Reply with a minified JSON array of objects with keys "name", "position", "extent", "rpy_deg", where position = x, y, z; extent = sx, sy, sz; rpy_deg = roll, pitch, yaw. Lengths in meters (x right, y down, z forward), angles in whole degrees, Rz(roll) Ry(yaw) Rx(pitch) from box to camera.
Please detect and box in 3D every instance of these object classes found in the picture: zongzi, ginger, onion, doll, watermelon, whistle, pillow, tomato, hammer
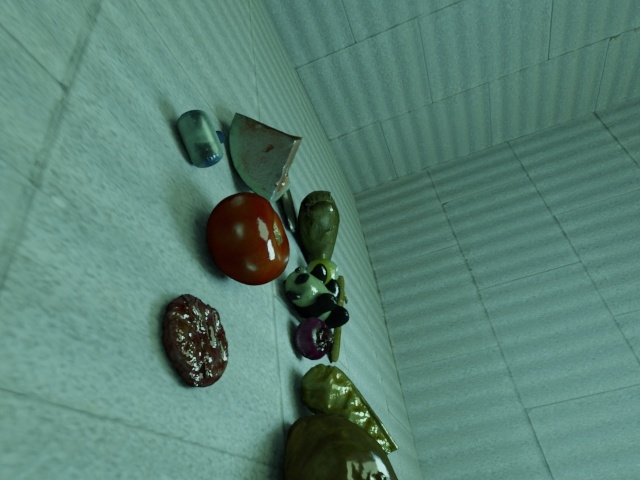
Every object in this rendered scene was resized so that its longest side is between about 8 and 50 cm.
[{"name":"zongzi","position":[0.000,0.000,1.474],"extent":[0.274,0.145,0.299],"rpy_deg":[107,-22,-82]},{"name":"ginger","position":[0.035,0.441,0.836],"extent":[0.200,0.223,0.269],"rpy_deg":[42,30,-25]},{"name":"onion","position":[-0.015,0.261,1.167],"extent":[0.115,0.105,0.115],"rpy_deg":[16,71,-59]},{"name":"doll","position":[-0.013,0.162,1.236],"extent":[0.234,0.135,0.143],"rpy_deg":[59,9,-48]},{"name":"watermelon","position":[-0.133,-0.233,1.201],"extent":[0.260,0.176,0.255],"rpy_deg":[-52,123,-82]},{"name":"whistle","position":[-0.003,0.152,1.449],"extent":[0.123,0.123,0.222],"rpy_deg":[15,78,-76]},{"name":"pillow","position":[-0.114,-0.138,1.456],"extent":[0.130,0.038,0.232],"rpy_deg":[-85,161,-80]},{"name":"tomato","position":[-0.145,-0.001,0.877],"extent":[0.195,0.136,0.194],"rpy_deg":[-16,90,-80]},{"name":"hammer","position":[-0.241,-0.220,0.953],"extent":[0.194,0.070,0.116],"rpy_deg":[-80,149,-76]}]

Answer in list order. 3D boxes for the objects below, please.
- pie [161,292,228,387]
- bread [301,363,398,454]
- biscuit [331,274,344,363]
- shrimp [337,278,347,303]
[{"name":"pie","position":[-0.190,0.153,0.680],"extent":[0.154,0.036,0.154],"rpy_deg":[-19,90,-78]},{"name":"bread","position":[0.056,0.419,1.058],"extent":[0.267,0.130,0.152],"rpy_deg":[52,-3,18]},{"name":"biscuit","position":[0.059,0.261,1.456],"extent":[0.172,0.029,0.254],"rpy_deg":[-79,173,-66]},{"name":"shrimp","position":[0.089,0.224,1.898],"extent":[0.091,0.025,0.126],"rpy_deg":[-61,128,-74]}]
